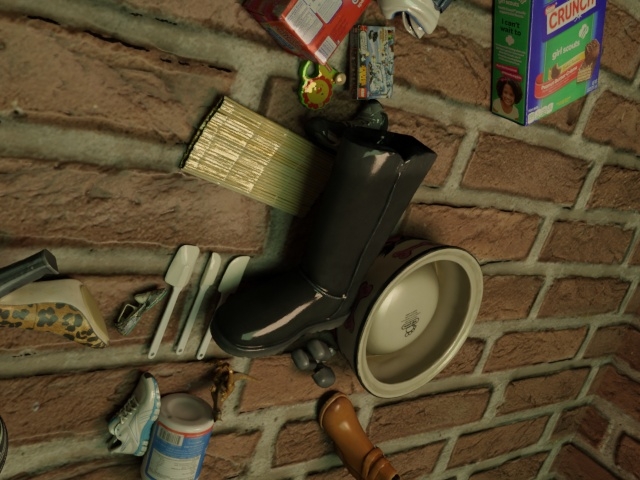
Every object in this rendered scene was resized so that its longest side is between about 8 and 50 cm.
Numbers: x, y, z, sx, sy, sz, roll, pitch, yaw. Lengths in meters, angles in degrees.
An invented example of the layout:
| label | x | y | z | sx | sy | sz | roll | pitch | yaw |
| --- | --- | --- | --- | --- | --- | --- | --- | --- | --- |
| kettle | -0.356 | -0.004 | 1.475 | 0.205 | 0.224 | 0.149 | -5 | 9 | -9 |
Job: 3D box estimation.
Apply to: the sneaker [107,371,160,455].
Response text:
| label | x | y | z | sx | sy | sz | roll | pitch | yaw |
| --- | --- | --- | --- | --- | --- | --- | --- | --- | --- |
| sneaker | -0.369 | 0.344 | 1.255 | 0.082 | 0.071 | 0.191 | 6 | 110 | -35 |

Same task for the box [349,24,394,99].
| label | x | y | z | sx | sy | sz | roll | pitch | yaw |
| --- | --- | --- | --- | --- | --- | --- | --- | --- | --- |
| box | 0.100 | -0.344 | 1.250 | 0.093 | 0.027 | 0.137 | -11 | 109 | -36 |

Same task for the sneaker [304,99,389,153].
| label | x | y | z | sx | sy | sz | roll | pitch | yaw |
| --- | --- | --- | --- | --- | --- | --- | --- | --- | --- |
| sneaker | 0.063 | -0.232 | 1.275 | 0.228 | 0.086 | 0.132 | 23 | 94 | -55 |

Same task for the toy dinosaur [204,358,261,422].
| label | x | y | z | sx | sy | sz | roll | pitch | yaw |
| --- | --- | --- | --- | --- | --- | --- | --- | --- | --- |
| toy dinosaur | -0.199 | 0.303 | 1.365 | 0.211 | 0.064 | 0.112 | -49 | 131 | -66 |

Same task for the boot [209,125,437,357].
| label | x | y | z | sx | sy | sz | roll | pitch | yaw |
| --- | --- | --- | --- | --- | --- | --- | --- | --- | --- |
| boot | 0.001 | -0.001 | 1.232 | 0.367 | 0.146 | 0.445 | -15 | 141 | -47 |

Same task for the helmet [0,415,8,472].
| label | x | y | z | sx | sy | sz | roll | pitch | yaw |
| --- | --- | --- | --- | --- | --- | --- | --- | --- | --- |
| helmet | -0.576 | 0.333 | 1.008 | 0.169 | 0.161 | 0.170 | -20 | 125 | -30 |

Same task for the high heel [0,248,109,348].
| label | x | y | z | sx | sy | sz | roll | pitch | yaw |
| --- | --- | --- | --- | --- | --- | --- | --- | --- | --- |
| high heel | -0.472 | 0.130 | 1.053 | 0.186 | 0.093 | 0.261 | -24 | 138 | -5 |

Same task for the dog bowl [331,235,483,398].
| label | x | y | z | sx | sy | sz | roll | pitch | yaw |
| --- | --- | --- | --- | --- | --- | --- | --- | --- | --- |
| dog bowl | 0.201 | 0.170 | 1.566 | 0.407 | 0.150 | 0.408 | -20 | 126 | -31 |

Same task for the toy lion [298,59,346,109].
| label | x | y | z | sx | sy | sz | roll | pitch | yaw |
| --- | --- | --- | --- | --- | --- | --- | --- | --- | --- |
| toy lion | -0.007 | -0.298 | 1.209 | 0.096 | 0.034 | 0.100 | -44 | 135 | 0 |

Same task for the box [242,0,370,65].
| label | x | y | z | sx | sy | sz | roll | pitch | yaw |
| --- | --- | --- | --- | --- | --- | --- | --- | --- | --- |
| box | 0.010 | -0.440 | 1.071 | 0.257 | 0.122 | 0.128 | -54 | 136 | -1 |

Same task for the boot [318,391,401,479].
| label | x | y | z | sx | sy | sz | roll | pitch | yaw |
| --- | --- | --- | --- | --- | --- | --- | --- | --- | --- |
| boot | 0.104 | 0.536 | 1.646 | 0.109 | 0.220 | 0.284 | -27 | 129 | -25 |

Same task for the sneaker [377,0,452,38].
| label | x | y | z | sx | sy | sz | roll | pitch | yaw |
| --- | --- | --- | --- | --- | --- | --- | --- | --- | --- |
| sneaker | 0.235 | -0.509 | 1.231 | 0.322 | 0.130 | 0.236 | -14 | 132 | -39 |

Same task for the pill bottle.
| label | x | y | z | sx | sy | sz | roll | pitch | yaw |
| --- | --- | --- | --- | --- | --- | --- | --- | --- | --- |
| pill bottle | -0.300 | 0.439 | 1.326 | 0.124 | 0.124 | 0.222 | 2 | 114 | -40 |

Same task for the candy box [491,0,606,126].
| label | x | y | z | sx | sy | sz | roll | pitch | yaw |
| --- | --- | --- | --- | --- | --- | --- | --- | --- | --- |
| candy box | 0.527 | -0.465 | 1.484 | 0.268 | 0.122 | 0.317 | -29 | 128 | -24 |

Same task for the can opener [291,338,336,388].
| label | x | y | z | sx | sy | sz | roll | pitch | yaw |
| --- | --- | --- | --- | --- | --- | --- | --- | --- | --- |
| can opener | 0.001 | 0.277 | 1.435 | 0.076 | 0.095 | 0.283 | -32 | 167 | -1 |

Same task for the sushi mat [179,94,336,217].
| label | x | y | z | sx | sy | sz | roll | pitch | yaw |
| --- | --- | --- | --- | --- | --- | --- | --- | --- | --- |
| sushi mat | -0.102 | -0.146 | 1.212 | 0.316 | 0.019 | 0.151 | 21 | 109 | -44 |

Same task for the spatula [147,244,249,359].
| label | x | y | z | sx | sy | sz | roll | pitch | yaw |
| --- | --- | --- | --- | --- | --- | --- | --- | --- | --- |
| spatula | -0.248 | 0.127 | 1.266 | 0.168 | 0.019 | 0.242 | 11 | 108 | -48 |

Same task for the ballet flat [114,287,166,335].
| label | x | y | z | sx | sy | sz | roll | pitch | yaw |
| --- | --- | --- | --- | --- | --- | --- | --- | --- | --- |
| ballet flat | -0.333 | 0.122 | 1.177 | 0.114 | 0.041 | 0.041 | -47 | 135 | -9 |
